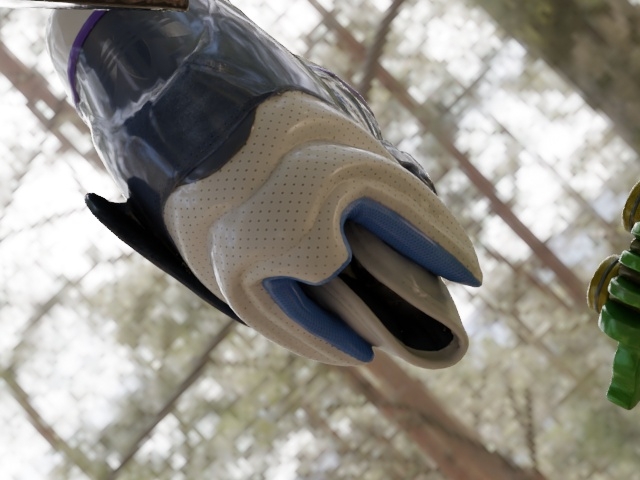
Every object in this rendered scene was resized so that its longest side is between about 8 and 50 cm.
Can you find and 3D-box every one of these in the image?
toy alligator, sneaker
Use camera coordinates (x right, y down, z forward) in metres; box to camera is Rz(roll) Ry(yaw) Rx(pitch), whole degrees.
[{"bbox_3d":[0.162,-0.014,0.774,0.051,0.056,0.190,12,-77,-59],"label":"toy alligator"},{"bbox_3d":[0.000,0.000,0.906,0.130,0.236,0.323,-41,-29,4],"label":"sneaker"}]

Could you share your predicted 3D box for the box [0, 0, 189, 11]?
[{"bbox_3d":[-0.103,-0.064,0.363,0.137,0.094,0.027,-8,-77,-59],"label":"box"}]
